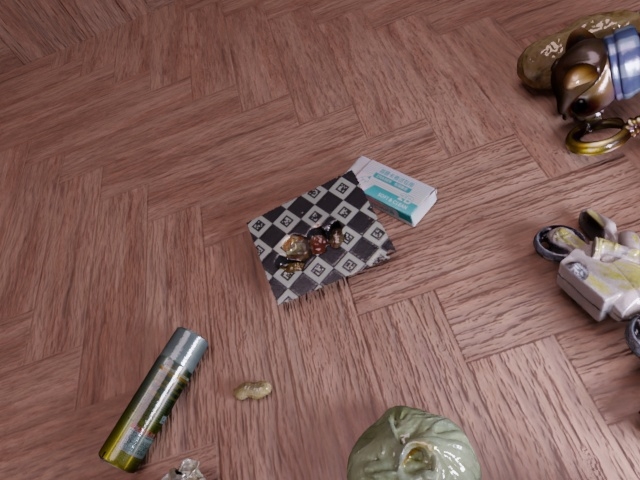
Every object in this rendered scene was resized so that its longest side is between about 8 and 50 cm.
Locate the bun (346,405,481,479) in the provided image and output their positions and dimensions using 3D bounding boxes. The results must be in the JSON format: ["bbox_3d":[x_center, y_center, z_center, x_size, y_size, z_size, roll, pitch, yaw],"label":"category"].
[{"bbox_3d":[0.143,0.364,0.748,0.212,0.126,0.204,-41,51,-11],"label":"bun"}]

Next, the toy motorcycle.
[{"bbox_3d":[0.547,0.059,0.832,0.223,0.108,0.340,-21,41,-6],"label":"toy motorcycle"}]

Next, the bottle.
[{"bbox_3d":[-0.336,0.319,0.979,0.082,0.082,0.286,14,61,27],"label":"bottle"}]

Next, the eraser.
[{"bbox_3d":[0.160,-0.123,1.142,0.225,0.052,0.095,32,73,34],"label":"eraser"}]

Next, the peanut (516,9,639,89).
[{"bbox_3d":[0.635,-0.469,1.176,0.291,0.143,0.159,-20,19,12],"label":"peanut"}]

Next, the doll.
[{"bbox_3d":[0.684,-0.350,1.025,0.340,0.209,0.318,-4,56,20],"label":"doll"}]

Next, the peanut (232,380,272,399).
[{"bbox_3d":[-0.138,0.300,0.953,0.083,0.037,0.037,-11,52,17],"label":"peanut"}]

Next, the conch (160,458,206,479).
[{"bbox_3d":[-0.269,0.508,0.768,0.210,0.159,0.291,2,58,19],"label":"conch"}]

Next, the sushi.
[{"bbox_3d":[0.000,0.000,1.108,0.290,0.050,0.264,-25,58,0],"label":"sushi"}]

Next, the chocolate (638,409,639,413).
[{"bbox_3d":[0.621,0.193,0.739,0.329,0.065,0.102,-41,88,-10],"label":"chocolate"}]
